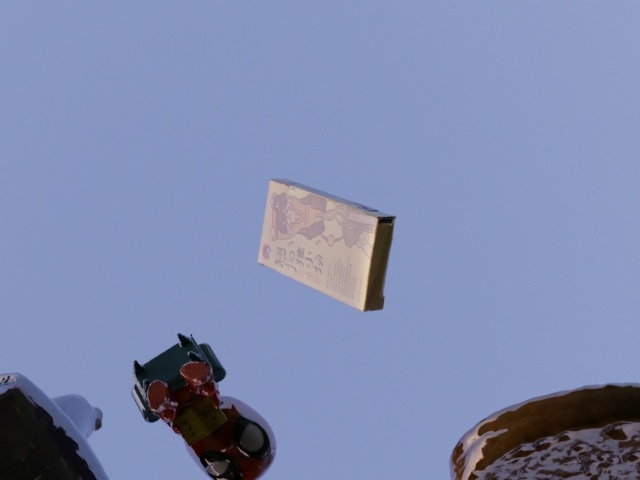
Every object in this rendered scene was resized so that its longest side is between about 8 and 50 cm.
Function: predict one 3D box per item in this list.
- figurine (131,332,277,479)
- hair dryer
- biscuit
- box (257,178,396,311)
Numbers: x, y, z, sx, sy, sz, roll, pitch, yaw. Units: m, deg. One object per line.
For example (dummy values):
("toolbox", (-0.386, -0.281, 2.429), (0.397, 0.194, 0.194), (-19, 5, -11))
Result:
("figurine", (-0.082, 0.132, 0.754), (0.068, 0.140, 0.075), (-36, -141, -8))
("hair dryer", (-0.202, 0.218, 0.858), (0.121, 0.361, 0.301), (-20, -77, -2))
("biscuit", (0.156, 0.180, 0.606), (0.208, 0.290, 0.041), (-12, -138, 4))
("box", (0.000, 0.000, 0.792), (0.020, 0.149, 0.073), (-1, -76, -37))
